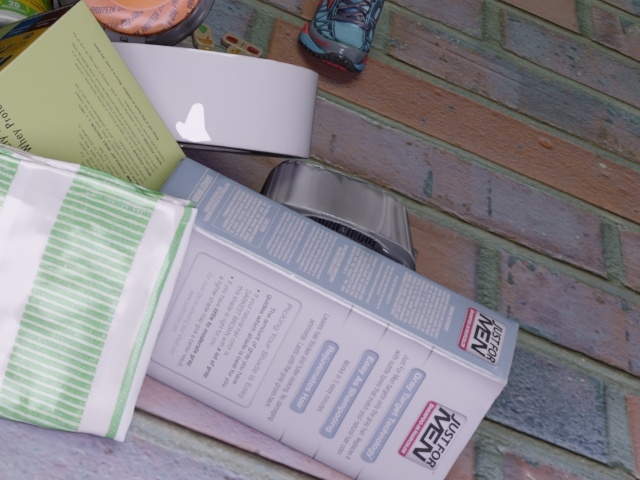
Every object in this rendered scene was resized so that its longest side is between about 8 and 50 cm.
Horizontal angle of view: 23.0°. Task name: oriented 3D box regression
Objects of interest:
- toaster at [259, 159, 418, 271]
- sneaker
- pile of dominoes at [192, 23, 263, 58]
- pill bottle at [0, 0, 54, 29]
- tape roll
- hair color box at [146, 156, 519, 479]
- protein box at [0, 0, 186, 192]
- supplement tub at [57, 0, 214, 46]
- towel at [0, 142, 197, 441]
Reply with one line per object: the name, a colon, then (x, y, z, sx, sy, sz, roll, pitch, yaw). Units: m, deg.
toaster: (0.000, 0.000, 1.756, 0.227, 0.129, 0.146, 19, 29, -6)
sneaker: (0.040, -0.340, 2.264, 0.104, 0.125, 0.262, 21, 32, -9)
pile of dominoes: (-0.143, -0.231, 2.058, 0.196, 0.040, 0.251, 12, 35, -22)
pill bottle: (-0.380, -0.265, 1.840, 0.136, 0.136, 0.246, 13, 35, -22)
tape roll: (-0.147, -0.154, 1.753, 0.286, 0.100, 0.286, 6, 2, 0)
hair color box: (-0.015, 0.093, 1.552, 0.374, 0.185, 0.113, 27, 31, 0)
protein box: (-0.277, -0.088, 1.533, 0.201, 0.136, 0.200, -51, 119, -37)
supplement tub: (-0.222, -0.316, 1.869, 0.193, 0.194, 0.316, 21, 3, -10)
towel: (-0.294, 0.032, 1.401, 0.324, 0.248, 0.038, 17, 3, -17)
